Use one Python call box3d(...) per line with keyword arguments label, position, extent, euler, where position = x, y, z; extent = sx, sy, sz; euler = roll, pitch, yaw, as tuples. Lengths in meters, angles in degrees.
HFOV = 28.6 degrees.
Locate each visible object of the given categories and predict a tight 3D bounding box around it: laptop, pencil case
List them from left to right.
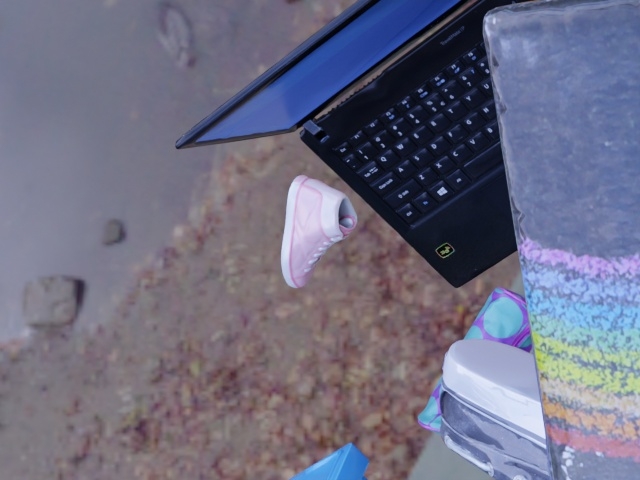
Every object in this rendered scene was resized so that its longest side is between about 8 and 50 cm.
box3d(label="pencil case", position=(0.154, 0.119, 1.163), extent=(0.151, 0.064, 0.070), euler=(-60, 21, -1))
box3d(label="laptop", position=(0.097, -0.070, 0.708), extent=(0.234, 0.264, 0.136), euler=(-34, 31, 23))

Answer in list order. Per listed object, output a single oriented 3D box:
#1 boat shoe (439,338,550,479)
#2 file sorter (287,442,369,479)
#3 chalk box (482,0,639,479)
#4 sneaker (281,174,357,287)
box3d(label="boat shoe", position=(0.201, 0.174, 0.930), extent=(0.301, 0.108, 0.102), euler=(25, 115, 42))
box3d(label="file sorter", position=(-0.024, 0.185, 0.503), extent=(0.104, 0.118, 0.170), euler=(44, 129, -11))
box3d(label="chalk box", position=(0.179, 0.061, 0.362), extent=(0.180, 0.179, 0.289), euler=(-6, 95, 32))
box3d(label="sneaker", position=(0.000, 0.000, 1.333), extent=(0.070, 0.051, 0.134), euler=(17, 123, 19))
